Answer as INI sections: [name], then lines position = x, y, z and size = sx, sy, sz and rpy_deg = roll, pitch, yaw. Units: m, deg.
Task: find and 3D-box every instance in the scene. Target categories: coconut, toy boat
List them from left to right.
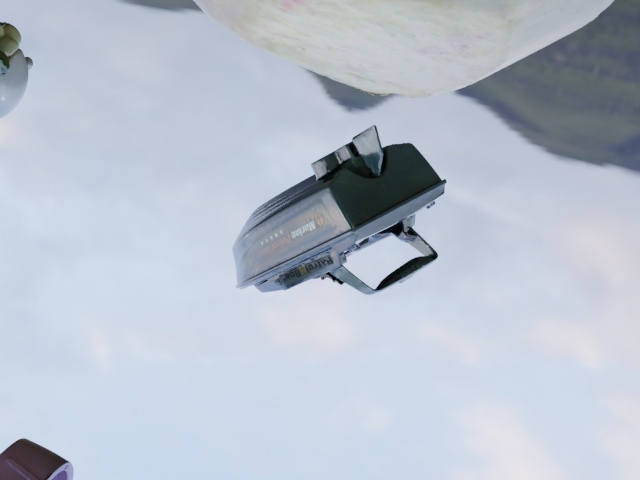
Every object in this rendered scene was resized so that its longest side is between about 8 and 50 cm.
[toy boat]
position = 0.000, 0.000, 1.037
size = 0.093, 0.103, 0.246
rpy_deg = -28, 180, -31
[coconut]
position = 0.047, -0.196, 0.690
size = 0.259, 0.259, 0.259
rpy_deg = 10, -158, -4

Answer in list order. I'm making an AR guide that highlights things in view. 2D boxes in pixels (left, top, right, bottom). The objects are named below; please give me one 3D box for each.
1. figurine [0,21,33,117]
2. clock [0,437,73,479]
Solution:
[figurine]
position = -0.352, -0.141, 1.385
size = 0.147, 0.093, 0.197
rpy_deg = -24, -154, 41
[clock]
position = -0.285, 0.251, 1.248
size = 0.050, 0.110, 0.153
rpy_deg = 33, -124, 17
